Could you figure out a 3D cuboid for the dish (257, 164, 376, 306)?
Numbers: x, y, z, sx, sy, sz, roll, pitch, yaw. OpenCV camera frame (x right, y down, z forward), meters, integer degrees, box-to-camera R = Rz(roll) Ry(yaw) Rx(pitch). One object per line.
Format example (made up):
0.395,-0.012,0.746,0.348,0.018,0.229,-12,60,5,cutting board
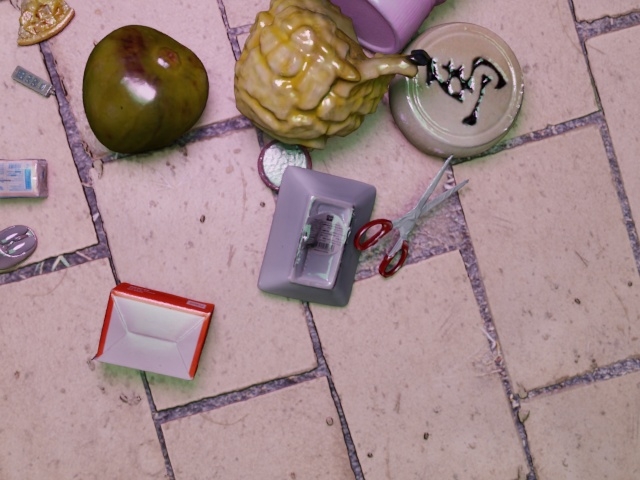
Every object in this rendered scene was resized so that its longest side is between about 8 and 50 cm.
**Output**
0.000,0.000,1.040,0.182,0.080,0.243,13,95,-12,dish

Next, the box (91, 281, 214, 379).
-0.294,0.160,1.030,0.182,0.099,0.133,13,92,-7,box

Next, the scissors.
0.175,-0.049,1.066,0.247,0.017,0.144,-46,133,-2,scissors

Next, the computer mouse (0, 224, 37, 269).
-0.561,0.013,1.033,0.096,0.039,0.066,-34,93,-5,computer mouse

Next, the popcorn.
-0.013,-0.287,0.982,0.293,0.293,0.237,23,129,-5,popcorn

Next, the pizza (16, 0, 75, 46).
-0.518,-0.417,1.041,0.123,0.026,0.108,-34,91,-3,pizza

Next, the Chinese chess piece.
0.252,-0.279,1.074,0.251,0.101,0.250,0,91,-6,Chinese chess piece

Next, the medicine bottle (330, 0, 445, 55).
0.175,-0.539,1.007,0.219,0.219,0.388,35,88,-4,medicine bottle

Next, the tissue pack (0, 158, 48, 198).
-0.540,-0.111,1.024,0.095,0.059,0.074,0,93,-5,tissue pack

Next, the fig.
-0.312,-0.247,0.997,0.203,0.203,0.225,44,129,-4,fig

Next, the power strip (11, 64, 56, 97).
-0.521,-0.288,1.046,0.083,0.017,0.027,29,89,-3,power strip

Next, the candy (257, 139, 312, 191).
-0.067,-0.140,1.074,0.103,0.043,0.103,0,93,-5,candy
